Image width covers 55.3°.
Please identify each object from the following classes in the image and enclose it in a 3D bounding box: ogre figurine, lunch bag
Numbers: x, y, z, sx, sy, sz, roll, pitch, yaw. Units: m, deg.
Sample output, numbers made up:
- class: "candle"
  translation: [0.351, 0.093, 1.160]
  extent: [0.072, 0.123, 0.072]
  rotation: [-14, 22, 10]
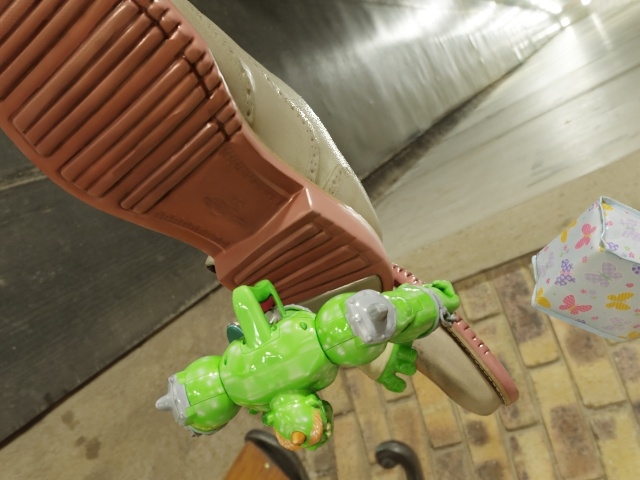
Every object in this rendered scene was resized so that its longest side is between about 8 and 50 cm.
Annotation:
- class: "ogre figurine"
  translation: [-0.016, 0.073, 0.372]
  extent: [0.118, 0.197, 0.097]
  rotation: [29, 56, -70]
- class: "lunch bag"
  translation: [0.181, 0.022, 0.365]
  extent: [0.083, 0.071, 0.053]
  rotation: [23, 51, -5]

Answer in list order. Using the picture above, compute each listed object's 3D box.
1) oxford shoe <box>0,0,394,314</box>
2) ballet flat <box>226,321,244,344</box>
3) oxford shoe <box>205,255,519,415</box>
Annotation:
- class: "oxford shoe"
  translation: [-0.094, -0.088, 0.446]
  extent: [0.397, 0.140, 0.147]
  rotation: [47, 27, -33]
- class: "ballet flat"
  translation: [-0.088, 0.151, 0.810]
  extent: [0.114, 0.041, 0.041]
  rotation: [64, 29, -14]
- class: "oxford shoe"
  translation: [0.026, 0.076, 0.606]
  extent: [0.348, 0.130, 0.123]
  rotation: [34, -12, 32]
